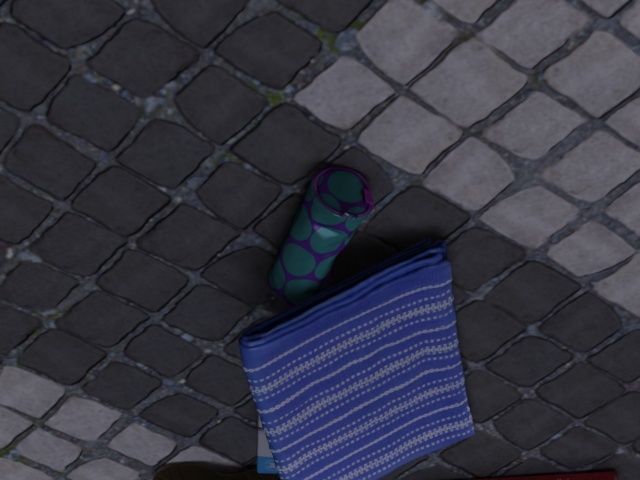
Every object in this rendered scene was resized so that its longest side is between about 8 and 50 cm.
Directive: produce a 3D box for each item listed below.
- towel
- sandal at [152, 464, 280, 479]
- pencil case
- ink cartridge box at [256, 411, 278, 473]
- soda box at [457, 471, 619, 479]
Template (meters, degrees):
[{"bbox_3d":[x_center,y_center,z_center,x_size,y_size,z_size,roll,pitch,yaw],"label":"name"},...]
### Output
[{"bbox_3d":[0.051,0.161,1.461,0.243,0.040,0.336,-26,136,-12],"label":"towel"},{"bbox_3d":[-0.120,0.317,1.682,0.180,0.072,0.049,-2,157,-3],"label":"sandal"},{"bbox_3d":[0.000,0.000,1.346,0.070,0.064,0.152,19,134,-10],"label":"pencil case"},{"bbox_3d":[-0.021,0.194,1.549,0.104,0.060,0.180,2,135,-2],"label":"ink cartridge box"},{"bbox_3d":[0.246,0.354,1.689,0.263,0.092,0.083,-5,134,6],"label":"soda box"}]
